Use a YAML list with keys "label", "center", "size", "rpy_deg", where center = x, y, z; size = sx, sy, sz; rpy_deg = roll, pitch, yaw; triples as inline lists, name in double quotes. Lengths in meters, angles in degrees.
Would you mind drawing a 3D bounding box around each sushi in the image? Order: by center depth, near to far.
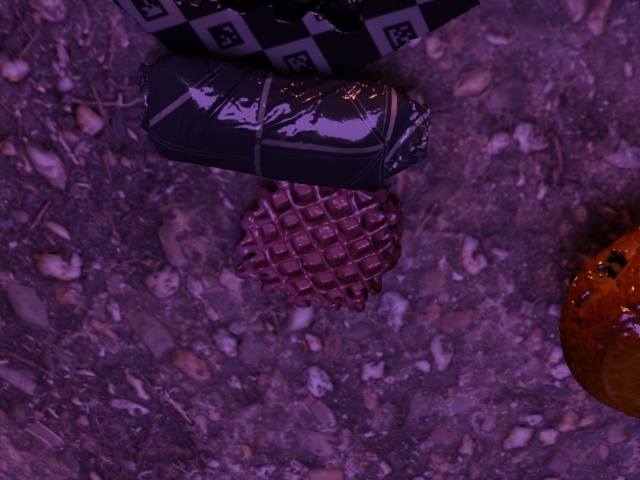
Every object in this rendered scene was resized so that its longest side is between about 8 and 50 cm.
- label: "sushi"
  center: [-0.052, -0.301, 0.882]
  size: [0.339, 0.068, 0.320]
  rpy_deg: [-23, 131, 38]

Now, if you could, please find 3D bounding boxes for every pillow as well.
- label: "pillow"
  center: [-0.043, -0.133, 0.967]
  size: [0.335, 0.092, 0.161]
  rpy_deg: [11, 145, -1]

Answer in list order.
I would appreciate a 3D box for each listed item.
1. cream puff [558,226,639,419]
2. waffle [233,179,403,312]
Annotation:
- label: "cream puff"
  center: [0.444, 0.094, 1.057]
  size: [0.303, 0.212, 0.303]
  rpy_deg: [1, 135, 1]
- label: "waffle"
  center: [0.000, 0.000, 1.111]
  size: [0.221, 0.055, 0.234]
  rpy_deg: [19, 125, -10]
